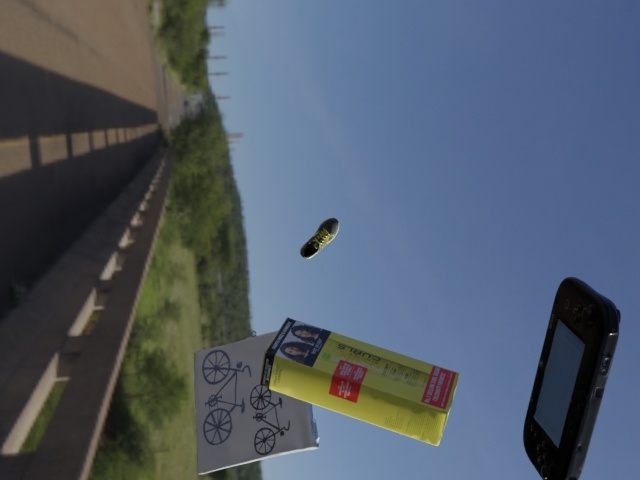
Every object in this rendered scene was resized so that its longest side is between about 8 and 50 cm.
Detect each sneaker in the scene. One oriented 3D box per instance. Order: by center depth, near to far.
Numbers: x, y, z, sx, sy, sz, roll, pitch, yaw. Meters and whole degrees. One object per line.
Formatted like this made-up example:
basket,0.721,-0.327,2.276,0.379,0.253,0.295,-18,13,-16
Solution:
sneaker,0.000,0.000,1.331,0.083,0.031,0.035,-50,-174,9

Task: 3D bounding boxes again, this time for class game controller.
game controller,0.380,0.221,1.301,0.166,0.067,0.319,-132,-131,-65

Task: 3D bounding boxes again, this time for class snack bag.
snack bag,-0.163,0.381,2.058,0.037,0.342,0.323,40,38,-54

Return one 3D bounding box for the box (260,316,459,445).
box,0.048,0.172,1.041,0.087,0.232,0.058,-54,158,-57
